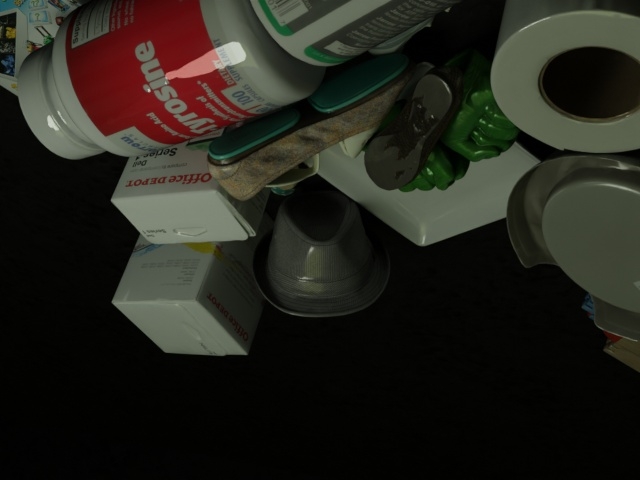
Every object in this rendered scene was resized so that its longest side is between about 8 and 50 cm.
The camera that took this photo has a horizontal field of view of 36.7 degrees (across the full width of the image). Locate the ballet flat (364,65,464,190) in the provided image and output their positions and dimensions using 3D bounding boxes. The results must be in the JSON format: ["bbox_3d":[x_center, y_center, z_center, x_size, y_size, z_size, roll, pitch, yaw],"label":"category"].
[{"bbox_3d":[0.129,-0.152,1.305,0.084,0.058,0.250,42,144,8],"label":"ballet flat"}]

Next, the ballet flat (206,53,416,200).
[{"bbox_3d":[-0.003,-0.150,1.330,0.316,0.107,0.106,-25,124,-1],"label":"ballet flat"}]

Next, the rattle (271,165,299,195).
[{"bbox_3d":[-0.111,-0.092,1.633,0.130,0.142,0.199,24,158,-2],"label":"rattle"}]

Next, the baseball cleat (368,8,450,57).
[{"bbox_3d":[0.097,-0.311,1.280,0.110,0.072,0.206,25,147,-14],"label":"baseball cleat"}]

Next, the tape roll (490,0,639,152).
[{"bbox_3d":[0.340,-0.246,1.172,0.246,0.169,0.246,12,149,7],"label":"tape roll"}]

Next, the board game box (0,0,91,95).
[{"bbox_3d":[-0.454,-0.329,1.533,0.193,0.053,0.305,34,145,-28],"label":"board game box"}]

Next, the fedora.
[{"bbox_3d":[0.000,0.000,1.678,0.244,0.275,0.124,0,124,2],"label":"fedora"}]

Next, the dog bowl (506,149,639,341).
[{"bbox_3d":[0.437,-0.009,1.342,0.349,0.102,0.348,29,149,20],"label":"dog bowl"}]

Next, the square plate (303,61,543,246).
[{"bbox_3d":[0.168,-0.133,1.552,0.344,0.049,0.347,35,144,-26],"label":"square plate"}]

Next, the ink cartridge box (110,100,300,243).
[{"bbox_3d":[-0.170,-0.142,1.478,0.202,0.278,0.117,-3,144,29],"label":"ink cartridge box"}]

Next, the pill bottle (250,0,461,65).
[{"bbox_3d":[0.097,-0.351,1.088,0.204,0.204,0.361,37,144,-30],"label":"pill bottle"}]

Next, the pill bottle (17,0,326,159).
[{"bbox_3d":[-0.214,-0.248,1.332,0.408,0.229,0.229,-15,137,30],"label":"pill bottle"}]

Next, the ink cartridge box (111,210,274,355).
[{"bbox_3d":[-0.222,0.054,1.824,0.197,0.270,0.198,-2,144,29],"label":"ink cartridge box"}]

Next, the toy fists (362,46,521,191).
[{"bbox_3d":[0.184,-0.154,1.376,0.142,0.096,0.279,31,142,-20],"label":"toy fists"}]

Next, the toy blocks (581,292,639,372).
[{"bbox_3d":[0.580,0.115,1.655,0.261,0.190,0.381,30,153,0],"label":"toy blocks"}]
